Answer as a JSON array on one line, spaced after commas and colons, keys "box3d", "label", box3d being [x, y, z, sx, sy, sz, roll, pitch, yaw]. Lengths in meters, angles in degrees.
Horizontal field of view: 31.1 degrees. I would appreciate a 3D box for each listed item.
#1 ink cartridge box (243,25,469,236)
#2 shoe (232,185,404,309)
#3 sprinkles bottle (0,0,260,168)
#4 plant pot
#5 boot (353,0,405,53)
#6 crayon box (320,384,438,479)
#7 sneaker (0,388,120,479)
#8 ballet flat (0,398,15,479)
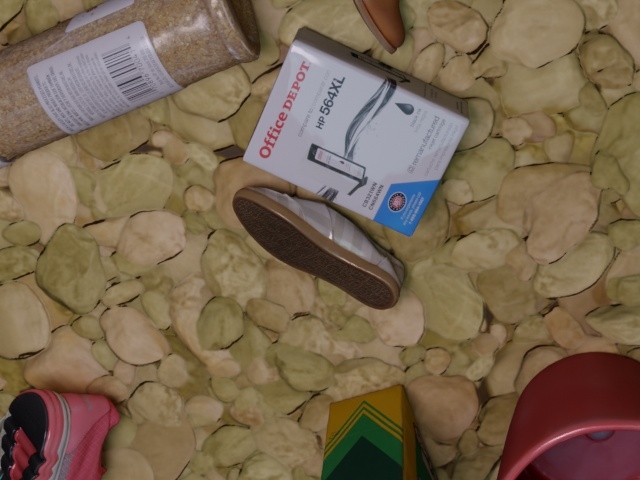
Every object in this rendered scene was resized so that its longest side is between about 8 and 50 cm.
[{"box3d": [0.037, -0.117, 1.236, 0.203, 0.086, 0.148, 23, 111, -4], "label": "ink cartridge box"}, {"box3d": [0.000, 0.000, 1.306, 0.219, 0.058, 0.076, 33, 142, -2], "label": "shoe"}, {"box3d": [-0.244, -0.182, 1.223, 0.355, 0.121, 0.121, -20, 107, 13], "label": "sprinkles bottle"}, {"box3d": [0.315, 0.259, 1.263, 0.275, 0.243, 0.275, 2, 111, 6], "label": "plant pot"}, {"box3d": [0.094, -0.301, 1.170, 0.152, 0.073, 0.197, -19, 110, 9], "label": "boot"}, {"box3d": [0.105, 0.395, 1.299, 0.106, 0.313, 0.363, -18, 107, 9], "label": "crayon box"}, {"box3d": [-0.329, 0.317, 1.418, 0.116, 0.136, 0.314, 44, 121, 38], "label": "sneaker"}, {"box3d": [-0.397, 0.270, 1.456, 0.052, 0.057, 0.168, 38, 109, 23], "label": "ballet flat"}]
